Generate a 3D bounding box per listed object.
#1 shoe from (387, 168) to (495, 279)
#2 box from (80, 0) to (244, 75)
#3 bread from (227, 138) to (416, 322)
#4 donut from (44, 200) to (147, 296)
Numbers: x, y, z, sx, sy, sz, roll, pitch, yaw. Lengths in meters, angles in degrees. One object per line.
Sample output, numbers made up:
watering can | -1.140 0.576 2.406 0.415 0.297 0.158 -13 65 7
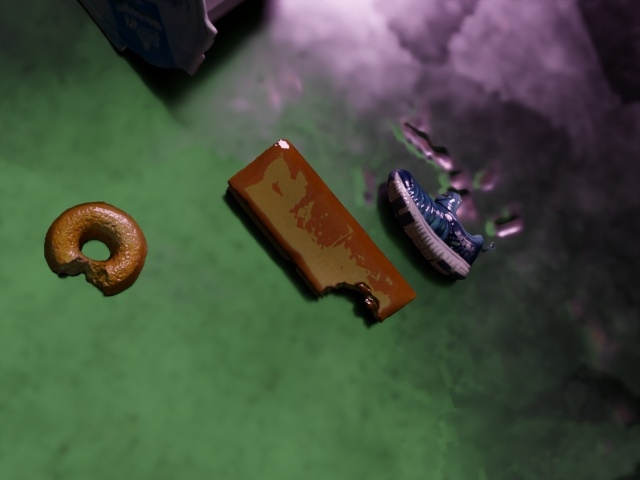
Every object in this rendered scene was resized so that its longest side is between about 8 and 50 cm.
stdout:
shoe | 0.128 -0.025 1.347 0.071 0.064 0.143 -40 91 -13
box | -0.143 -0.353 1.272 0.206 0.262 0.291 -37 129 -29
bread | 0.000 0.000 1.328 0.088 0.049 0.226 -38 88 -14
donut | -0.236 0.003 1.293 0.108 0.043 0.097 20 77 -10
